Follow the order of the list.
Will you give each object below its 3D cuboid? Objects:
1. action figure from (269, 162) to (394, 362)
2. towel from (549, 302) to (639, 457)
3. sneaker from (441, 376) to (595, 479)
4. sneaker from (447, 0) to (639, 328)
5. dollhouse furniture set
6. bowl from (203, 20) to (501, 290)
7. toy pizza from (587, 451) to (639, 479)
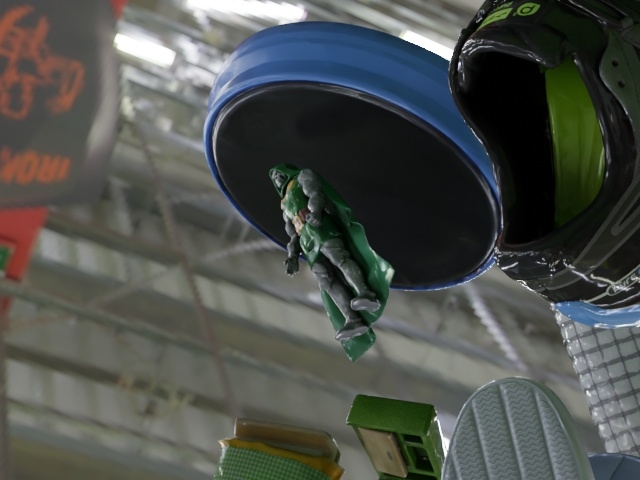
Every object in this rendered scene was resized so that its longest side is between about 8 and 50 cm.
[{"bbox_3d":[0.000,0.000,1.676,0.063,0.137,0.232,-1,-136,-30],"label":"action figure"},{"bbox_3d":[0.382,0.084,1.547,0.121,0.283,0.235,57,-166,-72],"label":"towel"},{"bbox_3d":[0.128,0.207,0.905,0.094,0.258,0.091,-9,173,20],"label":"sneaker"},{"bbox_3d":[0.081,-0.069,0.481,0.078,0.188,0.067,14,162,-41],"label":"sneaker"},{"bbox_3d":[-0.019,0.292,1.838,0.301,0.198,0.151,6,146,22],"label":"dollhouse furniture set"},{"bbox_3d":[0.047,-0.081,1.790,0.391,0.391,0.077,24,-122,0],"label":"bowl"},{"bbox_3d":[0.212,0.257,1.304,0.032,0.201,0.201,58,180,-30],"label":"toy pizza"}]
